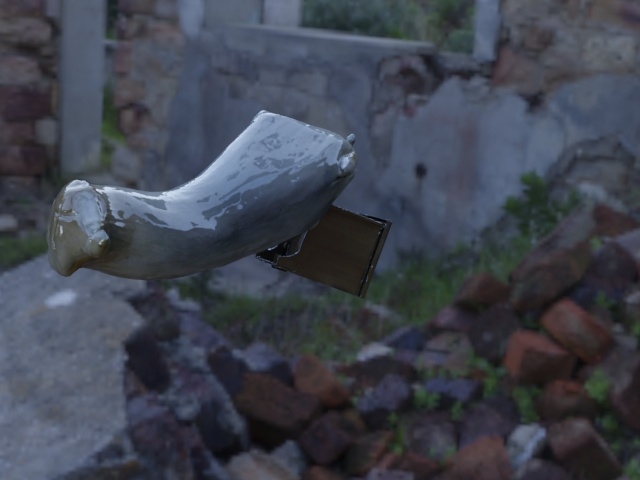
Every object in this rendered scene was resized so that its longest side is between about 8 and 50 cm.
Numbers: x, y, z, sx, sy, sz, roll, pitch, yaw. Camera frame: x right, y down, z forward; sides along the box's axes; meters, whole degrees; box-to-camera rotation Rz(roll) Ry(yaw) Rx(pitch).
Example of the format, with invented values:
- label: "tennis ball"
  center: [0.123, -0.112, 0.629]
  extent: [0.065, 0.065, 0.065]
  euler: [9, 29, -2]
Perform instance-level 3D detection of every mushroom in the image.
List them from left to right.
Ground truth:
- label: "mushroom"
  center: [-0.076, -0.029, 0.883]
  extent: [0.278, 0.096, 0.099]
  euler: [-24, 27, -39]

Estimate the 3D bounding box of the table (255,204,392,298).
- label: "table"
  center: [0.000, 0.000, 1.036]
  extent: [0.082, 0.070, 0.083]
  euler: [20, 0, -18]
